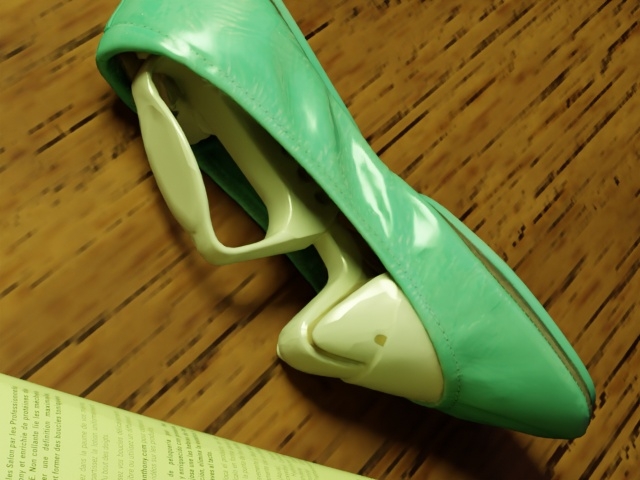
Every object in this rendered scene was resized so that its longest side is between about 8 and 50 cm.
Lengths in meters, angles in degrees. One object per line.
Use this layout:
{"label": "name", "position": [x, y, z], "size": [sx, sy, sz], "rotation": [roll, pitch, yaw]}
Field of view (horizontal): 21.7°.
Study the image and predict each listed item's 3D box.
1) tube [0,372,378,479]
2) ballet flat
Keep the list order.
{"label": "tube", "position": [-0.056, 0.090, 0.542], "size": [0.240, 0.062, 0.070], "rotation": [17, 7, -26]}
{"label": "ballet flat", "position": [0.000, 0.000, 0.647], "size": [0.087, 0.083, 0.247], "rotation": [-39, 89, -24]}
